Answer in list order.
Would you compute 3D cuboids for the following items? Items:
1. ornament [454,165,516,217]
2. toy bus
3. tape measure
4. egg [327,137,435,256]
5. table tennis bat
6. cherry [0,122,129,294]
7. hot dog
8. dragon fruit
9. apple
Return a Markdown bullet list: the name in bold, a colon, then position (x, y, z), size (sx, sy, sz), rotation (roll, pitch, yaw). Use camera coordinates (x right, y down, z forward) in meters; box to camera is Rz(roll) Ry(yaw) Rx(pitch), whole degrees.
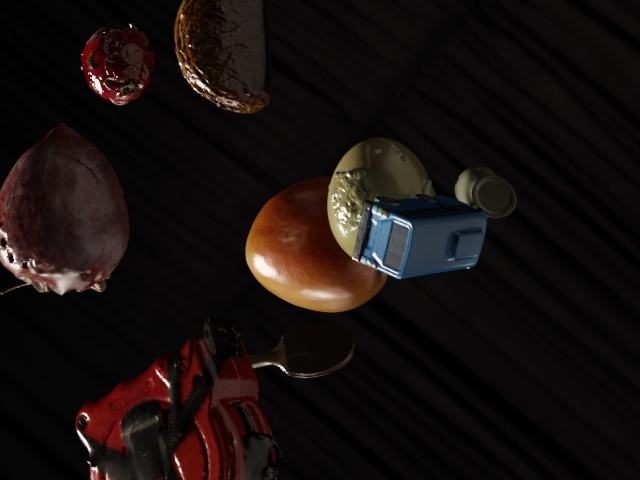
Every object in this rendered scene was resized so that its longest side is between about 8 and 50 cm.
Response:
- **ornament**: position (0.247, -0.073, 1.894), size (0.081, 0.075, 0.156), rotation (-55, 10, 3)
- **toy bus**: position (0.139, -0.006, 1.649), size (0.185, 0.106, 0.090), rotation (-7, -66, -48)
- **tape measure**: position (-0.170, 0.262, 1.522), size (0.253, 0.260, 0.114), rotation (-31, -21, 24)
- **egg**: position (0.087, -0.056, 1.816), size (0.164, 0.164, 0.201), rotation (-51, -34, -48)
- **table tennis bat**: position (-0.044, 0.209, 2.302), size (0.130, 0.220, 0.019), rotation (-101, -1, -49)
- **cherry**: position (-0.371, -0.045, 1.761), size (0.175, 0.192, 0.249), rotation (47, -136, -80)
- **hot dog**: position (-0.136, -0.290, 1.857), size (0.099, 0.160, 0.226), rotation (-32, 51, 45)
- **dragon fruit**: position (-0.262, -0.242, 1.600), size (0.094, 0.094, 0.190), rotation (-52, 22, 22)
- **apple**: position (0.000, 0.000, 2.110), size (0.242, 0.241, 0.242), rotation (10, -90, -70)
